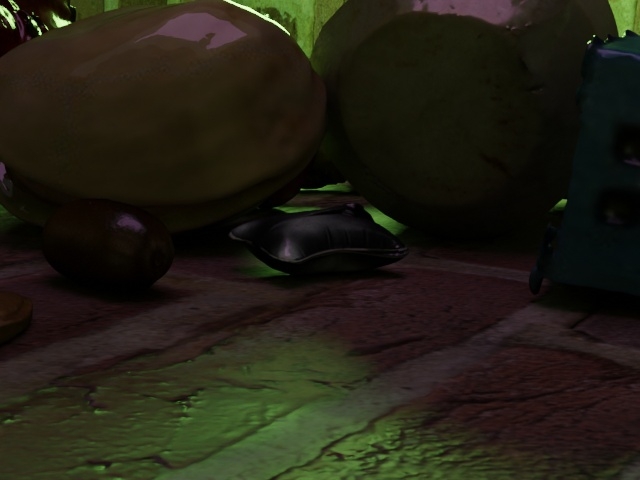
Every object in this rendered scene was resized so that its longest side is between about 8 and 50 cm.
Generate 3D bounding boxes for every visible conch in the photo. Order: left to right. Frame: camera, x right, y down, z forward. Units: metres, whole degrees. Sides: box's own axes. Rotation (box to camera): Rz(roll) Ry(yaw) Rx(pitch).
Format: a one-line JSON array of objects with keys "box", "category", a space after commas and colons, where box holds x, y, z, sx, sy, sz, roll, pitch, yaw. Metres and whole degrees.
[{"box": [0.035, -0.095, 1.738, 0.232, 0.080, 0.086, 1, 19, -16], "category": "conch"}]

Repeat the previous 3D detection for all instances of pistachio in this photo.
[{"box": [-0.151, -0.108, 1.411, 0.321, 0.229, 0.238, -7, 46, -7], "category": "pistachio"}]

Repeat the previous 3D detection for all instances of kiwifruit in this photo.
[{"box": [-0.168, 0.003, 1.207, 0.075, 0.075, 0.124, -8, 12, -44], "category": "kiwifruit"}]

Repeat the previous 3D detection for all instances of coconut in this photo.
[{"box": [0.150, -0.158, 1.521, 0.323, 0.323, 0.323, 3, 11, -1], "category": "coconut"}]

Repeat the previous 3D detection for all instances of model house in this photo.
[{"box": [0.347, -0.048, 1.251, 0.303, 0.215, 0.237, 10, 12, 17], "category": "model house"}]

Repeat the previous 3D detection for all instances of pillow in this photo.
[{"box": [0.000, 0.002, 1.300, 0.135, 0.055, 0.091, -8, 47, -34], "category": "pillow"}]

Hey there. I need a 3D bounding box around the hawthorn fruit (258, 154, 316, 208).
[{"box": [-0.063, -0.094, 1.579, 0.125, 0.125, 0.140, -1, 12, -20], "category": "hawthorn fruit"}]

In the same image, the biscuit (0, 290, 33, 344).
[{"box": [-0.282, 0.060, 1.002, 0.162, 0.035, 0.250, 15, 14, 32], "category": "biscuit"}]

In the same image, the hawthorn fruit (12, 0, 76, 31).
[{"box": [-0.392, -0.220, 1.779, 0.284, 0.284, 0.284, 3, 11, -1], "category": "hawthorn fruit"}]

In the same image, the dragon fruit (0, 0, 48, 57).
[{"box": [-0.404, -0.151, 1.536, 0.299, 0.244, 0.244, -11, 9, 9], "category": "dragon fruit"}]

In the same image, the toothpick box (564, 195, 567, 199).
[{"box": [0.353, -0.135, 1.731, 0.308, 0.190, 0.187, -8, 17, -43], "category": "toothpick box"}]

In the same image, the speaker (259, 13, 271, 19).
[{"box": [-0.152, -0.172, 1.814, 0.183, 0.184, 0.406, 3, 11, 5], "category": "speaker"}]
